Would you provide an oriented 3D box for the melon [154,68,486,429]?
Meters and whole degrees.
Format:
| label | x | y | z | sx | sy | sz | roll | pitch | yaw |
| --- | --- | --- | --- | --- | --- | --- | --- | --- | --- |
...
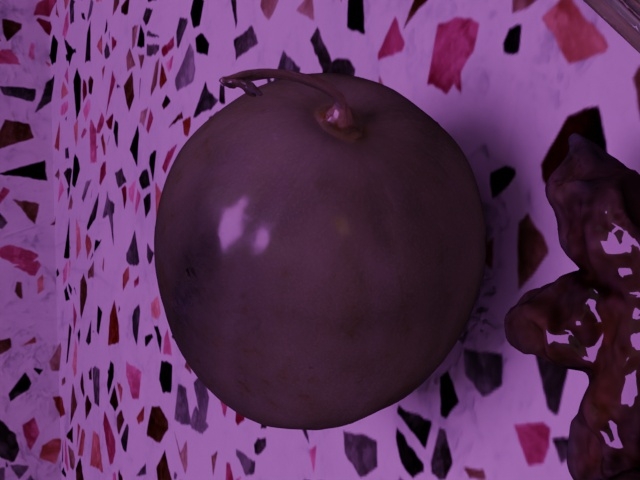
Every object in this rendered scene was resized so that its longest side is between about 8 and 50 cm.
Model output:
| label | x | y | z | sx | sy | sz | roll | pitch | yaw |
| --- | --- | --- | --- | --- | --- | --- | --- | --- | --- |
| melon | -0.004 | 0.011 | 0.812 | 0.308 | 0.271 | 0.272 | -48 | 48 | 44 |

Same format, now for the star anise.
| label | x | y | z | sx | sy | sz | roll | pitch | yaw |
| --- | --- | --- | --- | --- | --- | --- | --- | --- | --- |
| star anise | 0.209 | 0.033 | 0.556 | 0.315 | 0.108 | 0.316 | 174 | 90 | -66 |

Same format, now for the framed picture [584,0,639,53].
| label | x | y | z | sx | sy | sz | roll | pitch | yaw |
| --- | --- | --- | --- | --- | --- | --- | --- | --- | --- |
| framed picture | 0.232 | -0.144 | 0.476 | 0.197 | 0.014 | 0.252 | -43 | 56 | 15 |
